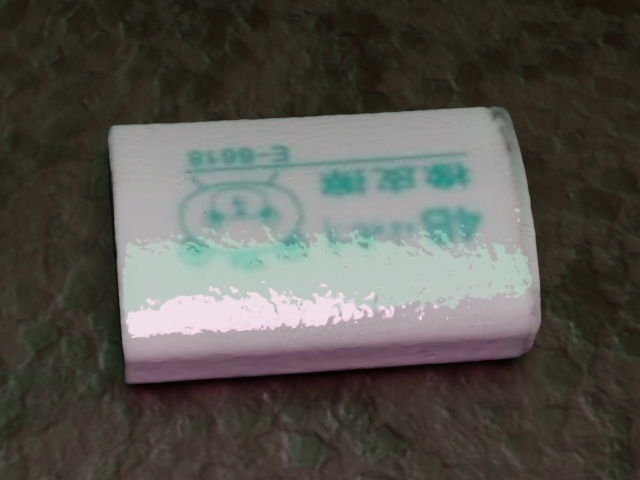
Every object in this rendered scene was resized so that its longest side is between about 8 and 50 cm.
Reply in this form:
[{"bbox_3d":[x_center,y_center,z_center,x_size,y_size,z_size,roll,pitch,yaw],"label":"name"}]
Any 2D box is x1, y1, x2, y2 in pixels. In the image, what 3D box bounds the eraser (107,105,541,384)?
[{"bbox_3d":[0.000,0.000,1.061,0.290,0.104,0.189,-4,65,-7],"label":"eraser"}]
